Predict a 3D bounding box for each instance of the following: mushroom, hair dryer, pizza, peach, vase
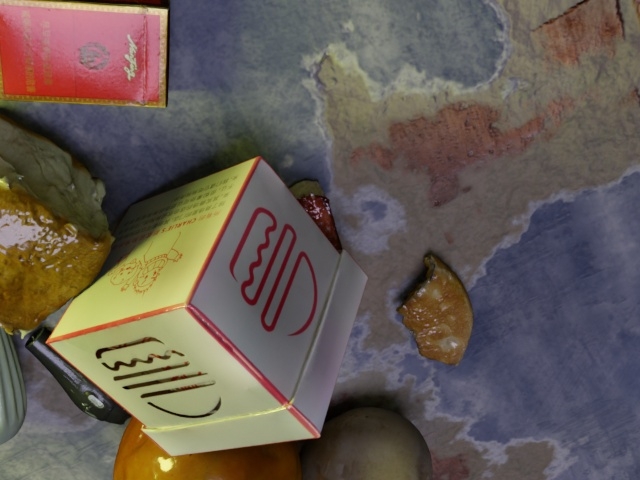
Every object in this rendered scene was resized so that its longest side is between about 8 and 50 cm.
[{"bbox_3d":[0.096,0.491,1.674,0.292,0.293,0.290,-25,154,5],"label":"mushroom"},{"bbox_3d":[-0.360,0.181,1.473,0.271,0.091,0.235,-42,112,1],"label":"hair dryer"},{"bbox_3d":[0.223,0.141,1.561,0.134,0.056,0.271,-27,126,4],"label":"pizza"},{"bbox_3d":[-0.194,0.409,1.507,0.342,0.302,0.343,8,129,10],"label":"peach"},{"bbox_3d":[-0.573,0.227,1.416,0.128,0.128,0.248,1,114,-12],"label":"vase"}]

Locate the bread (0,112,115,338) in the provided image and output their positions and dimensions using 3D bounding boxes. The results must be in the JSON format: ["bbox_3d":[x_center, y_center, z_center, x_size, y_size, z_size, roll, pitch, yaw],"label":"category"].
[{"bbox_3d":[-0.468,-0.037,1.188,0.250,0.225,0.279,-42,129,17],"label":"bread"}]

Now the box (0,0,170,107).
[{"bbox_3d":[-0.334,-0.273,1.164,0.239,0.074,0.153,1,119,-11],"label":"box"}]

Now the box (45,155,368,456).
[{"bbox_3d":[-0.158,0.106,1.249,0.314,0.312,0.300,-16,127,35],"label":"box"}]

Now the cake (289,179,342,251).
[{"bbox_3d":[0.012,-0.014,1.395,0.220,0.086,0.117,35,113,-28],"label":"cake"}]
